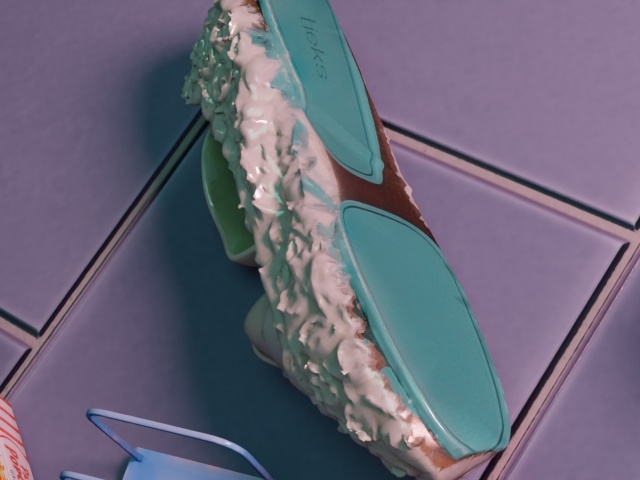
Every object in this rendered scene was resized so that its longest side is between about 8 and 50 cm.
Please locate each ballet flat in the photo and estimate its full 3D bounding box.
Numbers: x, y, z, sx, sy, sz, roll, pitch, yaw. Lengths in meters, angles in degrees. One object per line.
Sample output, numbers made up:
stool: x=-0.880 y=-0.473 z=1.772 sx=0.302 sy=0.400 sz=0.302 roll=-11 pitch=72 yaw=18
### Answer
ballet flat: x=0.000 y=0.000 z=0.922 sx=0.147 sy=0.147 sz=0.409 roll=-23 pitch=54 yaw=6

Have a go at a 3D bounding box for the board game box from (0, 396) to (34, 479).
board game box: x=-0.276 y=0.202 z=0.937 sx=0.193 sy=0.045 sz=0.146 roll=-28 pitch=56 yaw=3

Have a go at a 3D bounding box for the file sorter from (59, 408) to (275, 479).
file sorter: x=-0.106 y=0.198 z=0.844 sx=0.118 sy=0.104 sz=0.170 roll=10 pitch=66 yaw=25
